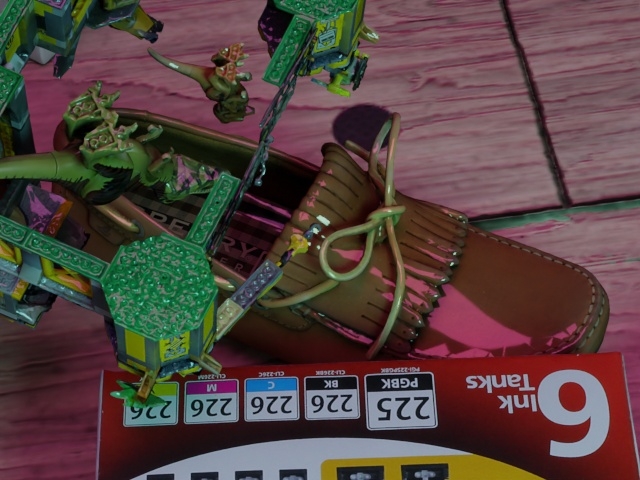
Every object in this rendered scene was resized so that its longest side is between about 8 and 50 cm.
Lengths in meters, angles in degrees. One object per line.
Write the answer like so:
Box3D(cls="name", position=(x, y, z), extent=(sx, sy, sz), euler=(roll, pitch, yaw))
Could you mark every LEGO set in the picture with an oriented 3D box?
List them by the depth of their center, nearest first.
Box3D(cls="LEGO set", position=(-0.115, -0.052, 1.198), extent=(0.255, 0.192, 0.331), euler=(15, 65, 4))

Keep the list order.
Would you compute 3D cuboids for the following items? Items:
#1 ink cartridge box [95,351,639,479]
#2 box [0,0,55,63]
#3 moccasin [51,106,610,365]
Box3D(cls="ink cartridge box", position=(0.030, 0.211, 1.122), extent=(0.309, 0.130, 0.272), euler=(-3, 52, 0))
Box3D(cls="box", position=(-0.216, -0.239, 1.525), extent=(0.130, 0.091, 0.170), euler=(25, 56, 21))
Box3D(cls="moccasin", position=(0.002, -0.002, 1.285), extent=(0.380, 0.147, 0.139), euler=(22, 55, 19))
